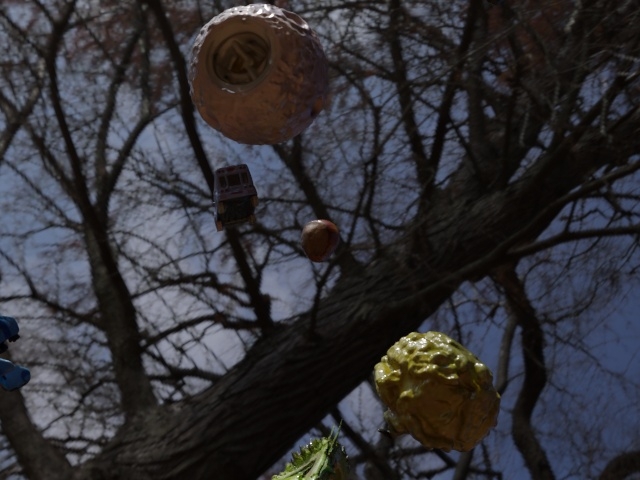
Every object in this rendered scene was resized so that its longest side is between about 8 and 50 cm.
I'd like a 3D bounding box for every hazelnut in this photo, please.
[{"bbox_3d":[0.000,0.000,1.644,0.086,0.086,0.086,16,-61,32],"label":"hazelnut"}]

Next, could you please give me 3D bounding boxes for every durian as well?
[{"bbox_3d":[-0.057,0.466,1.358,0.158,0.352,0.169,47,-48,7],"label":"durian"}]

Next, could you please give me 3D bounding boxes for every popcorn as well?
[{"bbox_3d":[0.216,0.295,1.571,0.249,0.225,0.249,30,-11,7],"label":"popcorn"}]

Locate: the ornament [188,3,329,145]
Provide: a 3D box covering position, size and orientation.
[{"bbox_3d":[-0.111,-0.295,1.507,0.259,0.225,0.260,-3,-100,16],"label":"ornament"}]

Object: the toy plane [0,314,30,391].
[{"bbox_3d":[-0.451,0.101,0.954,0.246,0.169,0.078,45,-48,-5],"label":"toy plane"}]

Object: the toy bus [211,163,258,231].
[{"bbox_3d":[-0.149,-0.072,1.430,0.167,0.073,0.076,121,-44,-73],"label":"toy bus"}]

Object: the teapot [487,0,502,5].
[{"bbox_3d":[0.221,-0.436,1.267,0.182,0.173,0.269,46,-12,-7],"label":"teapot"}]
